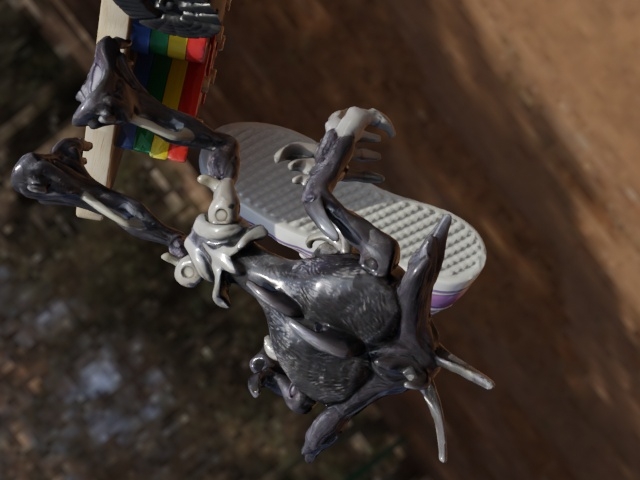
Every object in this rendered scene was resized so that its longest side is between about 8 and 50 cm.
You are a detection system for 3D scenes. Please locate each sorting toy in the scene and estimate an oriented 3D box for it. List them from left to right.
[{"bbox_3d":[-0.128,-0.184,1.583,0.255,0.089,0.257,-80,3,-46],"label":"sorting toy"}]

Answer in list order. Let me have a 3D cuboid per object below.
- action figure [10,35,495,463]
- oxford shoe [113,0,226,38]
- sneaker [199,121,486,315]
[{"bbox_3d":[-0.018,0.001,0.992,0.275,0.164,0.141,35,-150,10],"label":"action figure"},{"bbox_3d":[-0.096,-0.202,0.987,0.082,0.096,0.227,12,161,14],"label":"oxford shoe"},{"bbox_3d":[0.000,0.001,1.760,0.282,0.102,0.161,28,151,-5],"label":"sneaker"}]
